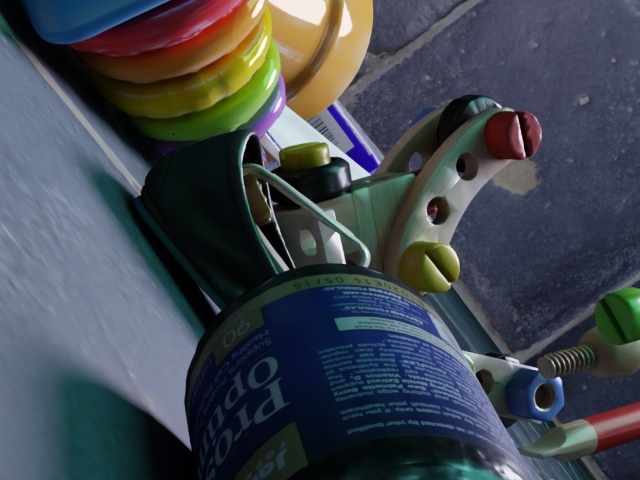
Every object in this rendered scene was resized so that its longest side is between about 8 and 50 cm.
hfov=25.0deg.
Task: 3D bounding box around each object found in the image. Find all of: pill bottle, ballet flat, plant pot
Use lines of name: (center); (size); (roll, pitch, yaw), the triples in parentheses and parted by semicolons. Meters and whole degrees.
pill bottle: (0.019, 0.105, 0.533); (0.123, 0.123, 0.219); (51, 6, -25)
ballet flat: (0.001, 0.053, 0.821); (0.280, 0.096, 0.095); (55, 5, 6)
plant pot: (-0.083, -0.231, 1.421); (0.188, 0.205, 0.205); (16, 36, -54)

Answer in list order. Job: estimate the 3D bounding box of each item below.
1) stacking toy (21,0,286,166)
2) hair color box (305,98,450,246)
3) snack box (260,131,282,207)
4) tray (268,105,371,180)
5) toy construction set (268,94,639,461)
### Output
stacking toy: (-0.086, -0.114, 0.994); (0.175, 0.165, 0.302); (58, -7, 45)
hair color box: (0.036, -0.074, 1.797); (0.185, 0.110, 0.339); (55, 4, 24)
snack box: (-0.046, -0.040, 1.136); (0.178, 0.064, 0.022); (51, 8, -31)
tray: (-0.049, -0.085, 1.229); (0.270, 0.030, 0.145); (39, 24, -17)
toy construction set: (0.068, 0.051, 0.996); (0.237, 0.257, 0.309); (-11, 34, -35)
